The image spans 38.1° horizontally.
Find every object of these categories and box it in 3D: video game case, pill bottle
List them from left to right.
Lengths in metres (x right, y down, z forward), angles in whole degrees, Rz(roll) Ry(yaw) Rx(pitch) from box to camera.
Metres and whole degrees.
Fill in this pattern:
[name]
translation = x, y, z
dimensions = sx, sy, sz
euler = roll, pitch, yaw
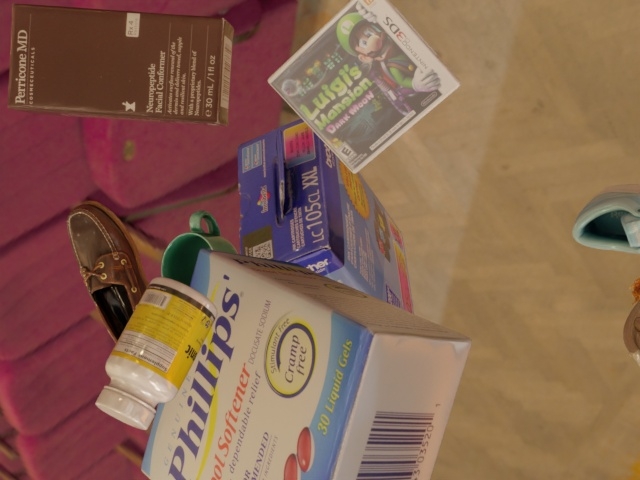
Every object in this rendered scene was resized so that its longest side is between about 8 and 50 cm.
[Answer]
[pill bottle]
translation = -0.138, 0.095, 0.772
dimensions = 0.065, 0.116, 0.065
euler = 23, 159, 9
[video game case]
translation = 0.055, -0.207, 1.206
dimensions = 0.190, 0.022, 0.173
euler = -39, 101, 25

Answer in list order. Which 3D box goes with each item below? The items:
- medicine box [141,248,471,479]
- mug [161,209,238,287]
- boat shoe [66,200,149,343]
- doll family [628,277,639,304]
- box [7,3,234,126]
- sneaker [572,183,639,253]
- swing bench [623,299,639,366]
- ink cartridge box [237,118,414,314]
[medicine box]
translation = -0.027, 0.175, 0.952
dimensions = 0.149, 0.264, 0.289
euler = 12, -174, -42
[mug]
translation = -0.203, 0.040, 1.683
dimensions = 0.129, 0.097, 0.158
euler = 40, 108, 26
[boat shoe]
translation = -0.262, 0.050, 1.172
dimensions = 0.073, 0.073, 0.207
euler = -25, 98, 29
[doll family]
translation = 0.700, 0.148, 1.955
dimensions = 0.118, 0.263, 0.163
euler = 4, 126, 34
[box]
translation = -0.356, -0.315, 1.681
dimensions = 0.381, 0.191, 0.143
euler = 4, -176, 3
[sneaker]
translation = 0.603, -0.028, 1.600
dimensions = 0.366, 0.150, 0.135
euler = -10, 111, 51
[swing bench]
translation = 0.641, 0.232, 1.510
dimensions = 0.253, 0.165, 0.254
euler = 53, 161, -19
[ink cartridge box]
translation = 0.000, 0.000, 1.424
dimensions = 0.151, 0.270, 0.395
euler = -21, 139, 19
